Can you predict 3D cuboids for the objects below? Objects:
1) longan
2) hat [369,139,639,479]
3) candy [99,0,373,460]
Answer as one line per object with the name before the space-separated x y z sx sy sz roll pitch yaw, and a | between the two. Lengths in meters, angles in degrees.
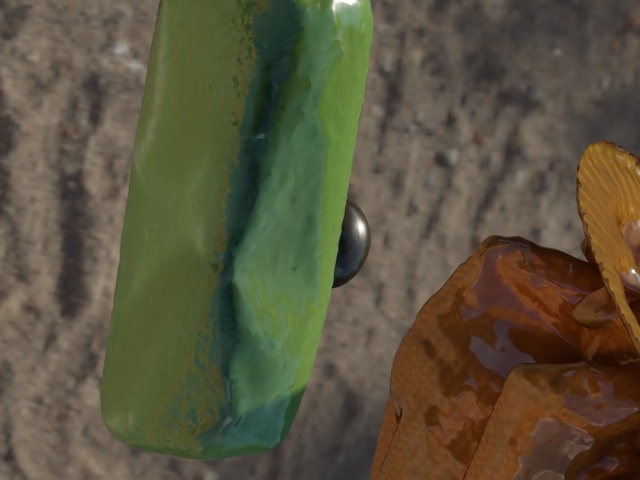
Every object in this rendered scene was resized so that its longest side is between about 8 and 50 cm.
longan | 0.000 0.000 1.946 0.119 0.106 0.106 -27 121 -56
hat | 0.083 0.110 0.756 0.233 0.233 0.244 51 21 -14
candy | -0.056 -0.023 1.234 0.142 0.132 0.343 -14 117 -62
